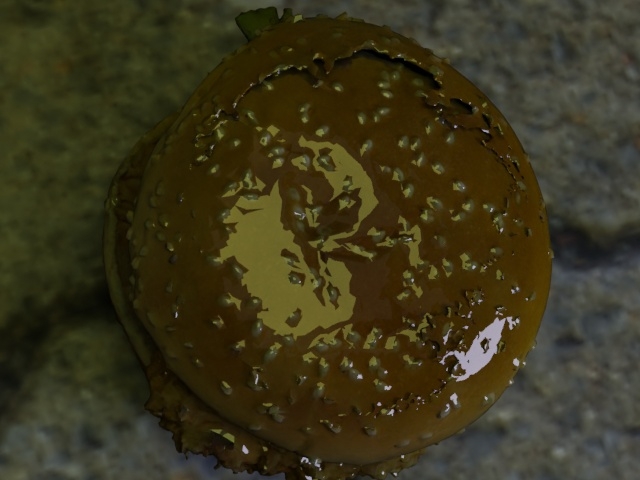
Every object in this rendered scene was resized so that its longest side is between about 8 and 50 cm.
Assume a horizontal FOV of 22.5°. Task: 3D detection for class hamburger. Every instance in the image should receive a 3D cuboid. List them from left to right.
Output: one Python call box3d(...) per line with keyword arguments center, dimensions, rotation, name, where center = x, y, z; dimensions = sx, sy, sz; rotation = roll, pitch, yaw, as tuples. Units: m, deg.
box3d(center=(-0.001, 0.009, 0.653), dimensions=(0.182, 0.118, 0.191), rotation=(40, 75, 1), name="hamburger")
